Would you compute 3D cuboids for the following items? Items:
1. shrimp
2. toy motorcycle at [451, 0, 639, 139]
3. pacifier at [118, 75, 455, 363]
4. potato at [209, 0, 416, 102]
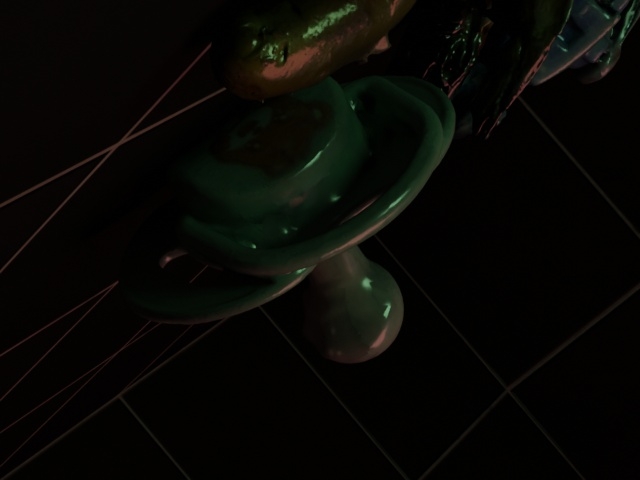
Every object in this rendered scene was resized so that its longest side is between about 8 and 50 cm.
[{"bbox_3d":[0.135,-0.163,1.810,0.365,0.071,0.233,-60,-155,6],"label":"shrimp"},{"bbox_3d":[0.233,-0.236,2.010,0.319,0.182,0.241,-43,176,11],"label":"toy motorcycle"},{"bbox_3d":[0.000,0.000,1.738,0.343,0.269,0.288,-41,-149,-15],"label":"pacifier"},{"bbox_3d":[-0.003,-0.154,1.377,0.188,0.085,0.105,-32,170,-36],"label":"potato"}]
